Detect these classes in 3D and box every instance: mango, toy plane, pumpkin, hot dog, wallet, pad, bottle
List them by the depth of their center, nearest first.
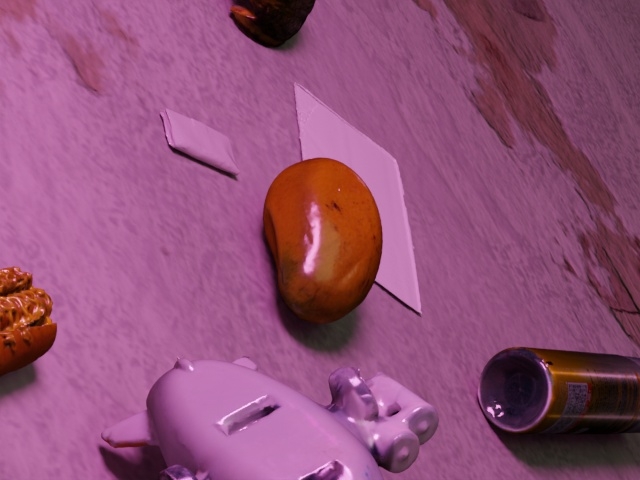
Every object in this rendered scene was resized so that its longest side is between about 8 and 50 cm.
[{"bbox_3d":[-0.224,0.057,1.191,0.071,0.045,0.165,55,26,9],"label":"hot dog"},{"bbox_3d":[-0.041,0.150,1.215,0.244,0.245,0.117,-79,162,-58],"label":"toy plane"},{"bbox_3d":[0.005,0.001,1.599,0.115,0.089,0.165,27,38,-40],"label":"mango"},{"bbox_3d":[-0.103,-0.085,1.617,0.083,0.011,0.044,23,38,-45],"label":"wallet"},{"bbox_3d":[0.035,-0.042,1.804,0.156,0.004,0.232,36,30,-32],"label":"pad"},{"bbox_3d":[0.257,0.150,1.842,0.286,0.082,0.082,9,49,-55],"label":"bottle"},{"bbox_3d":[-0.056,-0.293,1.860,0.183,0.108,0.119,61,21,13],"label":"pumpkin"}]
